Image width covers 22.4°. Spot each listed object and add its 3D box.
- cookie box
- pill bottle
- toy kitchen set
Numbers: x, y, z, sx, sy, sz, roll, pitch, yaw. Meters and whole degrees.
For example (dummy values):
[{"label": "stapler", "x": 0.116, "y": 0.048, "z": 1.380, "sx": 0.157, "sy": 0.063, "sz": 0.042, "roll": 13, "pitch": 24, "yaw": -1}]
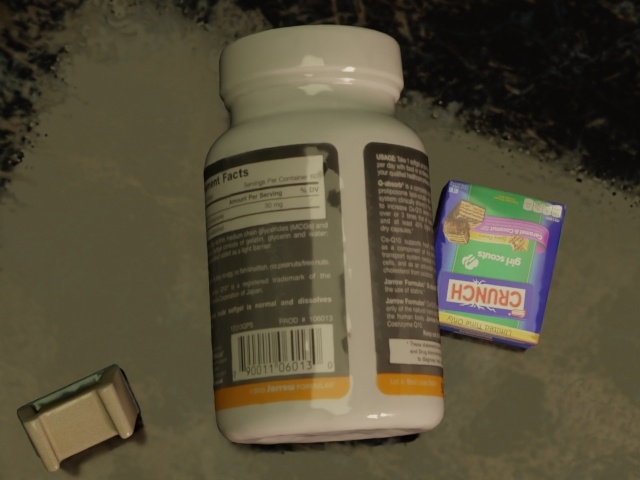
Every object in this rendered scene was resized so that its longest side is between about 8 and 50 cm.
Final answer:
[{"label": "cookie box", "x": 0.125, "y": 0.018, "z": 1.197, "sx": 0.092, "sy": 0.040, "sz": 0.107, "roll": 13, "pitch": 81, "yaw": 1}, {"label": "pill bottle", "x": 0.000, "y": 0.000, "z": 1.138, "sx": 0.162, "sy": 0.162, "sz": 0.278, "roll": -3, "pitch": 80, "yaw": -1}, {"label": "toy kitchen set", "x": -0.249, "y": 0.070, "z": 1.165, "sx": 0.166, "sy": 0.122, "sz": 0.207, "roll": -25, "pitch": 102, "yaw": -5}]
